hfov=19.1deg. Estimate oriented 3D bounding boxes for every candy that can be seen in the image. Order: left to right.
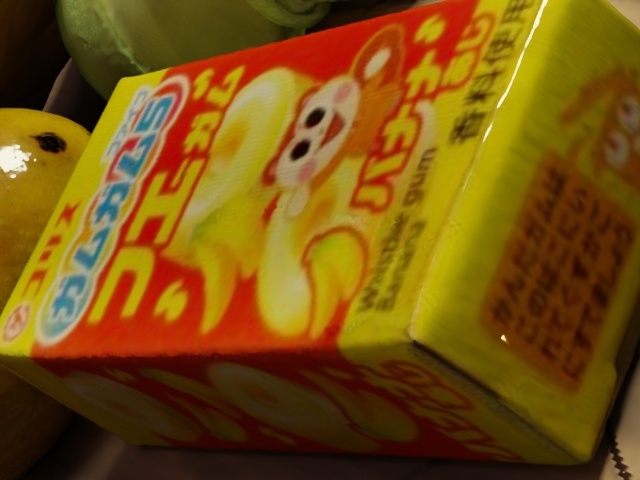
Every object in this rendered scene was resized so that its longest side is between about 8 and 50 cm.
[{"bbox_3d":[0.000,0.000,0.692,0.276,0.088,0.146,-4,57,54],"label":"candy"}]

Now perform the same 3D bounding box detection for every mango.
[{"bbox_3d":[-0.163,0.044,0.848,0.136,0.099,0.227,45,108,32],"label":"mango"}]

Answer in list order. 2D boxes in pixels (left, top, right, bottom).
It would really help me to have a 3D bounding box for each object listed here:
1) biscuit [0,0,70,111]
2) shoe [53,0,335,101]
[{"bbox_3d":[-0.119,-0.168,0.932,0.269,0.051,0.376,-60,-5,-76],"label":"biscuit"},{"bbox_3d":[-0.017,-0.167,0.834,0.262,0.140,0.128,-57,34,0],"label":"shoe"}]
